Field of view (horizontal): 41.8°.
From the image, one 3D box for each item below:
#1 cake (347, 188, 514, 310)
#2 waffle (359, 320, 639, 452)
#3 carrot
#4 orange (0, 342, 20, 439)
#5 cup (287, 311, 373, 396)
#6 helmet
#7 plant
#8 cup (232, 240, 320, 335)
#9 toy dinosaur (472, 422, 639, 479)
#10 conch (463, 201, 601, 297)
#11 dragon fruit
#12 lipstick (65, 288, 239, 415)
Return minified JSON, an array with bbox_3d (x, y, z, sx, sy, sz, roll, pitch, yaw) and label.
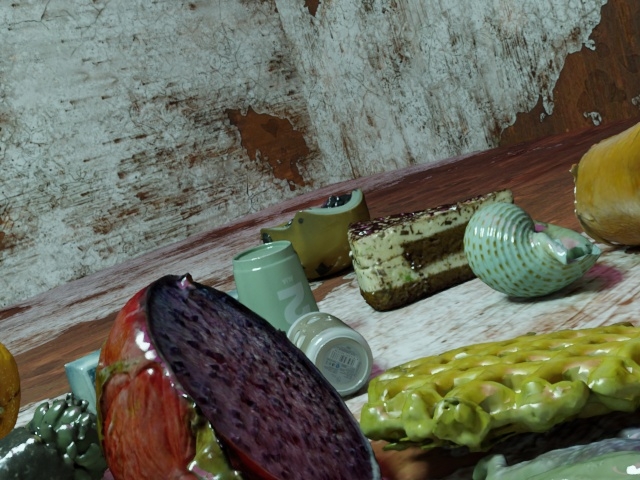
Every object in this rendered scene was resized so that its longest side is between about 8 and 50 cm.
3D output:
[{"bbox_3d":[0.159,0.015,1.149,0.246,0.112,0.135,-12,11,11],"label":"cake"},{"bbox_3d":[0.159,0.102,0.630,0.291,0.051,0.291,-13,-2,0],"label":"waffle"},{"bbox_3d":[0.402,-0.069,0.970,0.196,0.195,0.254,-20,2,-21],"label":"carrot"},{"bbox_3d":[-0.426,0.185,0.945,0.161,0.193,0.193,9,12,7],"label":"orange"},{"bbox_3d":[-0.004,0.121,0.859,0.102,0.074,0.099,-19,8,-12],"label":"cup"},{"bbox_3d":[0.000,0.000,1.516,0.198,0.130,0.224,-20,-3,-35],"label":"helmet"},{"bbox_3d":[-0.255,0.205,0.766,0.143,0.092,0.094,-33,8,-36],"label":"plant"},{"bbox_3d":[-0.053,0.076,1.046,0.120,0.141,0.120,-14,8,2],"label":"cup"},{"bbox_3d":[0.140,0.138,0.414,0.162,0.077,0.294,-23,5,10],"label":"toy dinosaur"},{"bbox_3d":[0.242,0.016,0.980,0.135,0.102,0.153,-9,35,-33],"label":"conch"},{"bbox_3d":[-0.078,0.145,0.563,0.148,0.218,0.223,-45,44,11],"label":"dragon fruit"},{"bbox_3d":[-0.191,0.141,1.113,0.290,0.077,0.076,-23,11,-32],"label":"lipstick"}]
